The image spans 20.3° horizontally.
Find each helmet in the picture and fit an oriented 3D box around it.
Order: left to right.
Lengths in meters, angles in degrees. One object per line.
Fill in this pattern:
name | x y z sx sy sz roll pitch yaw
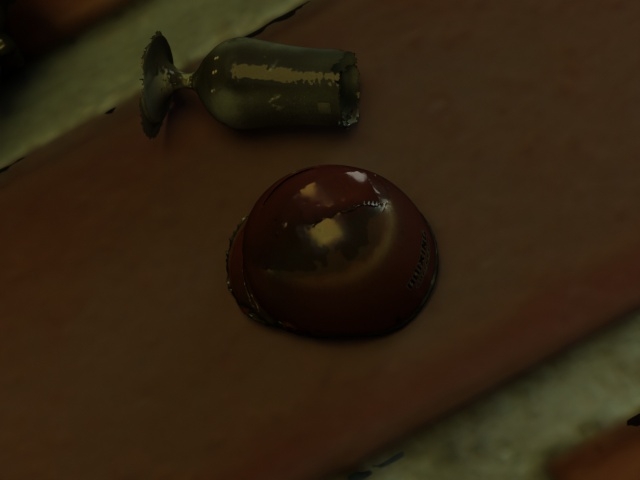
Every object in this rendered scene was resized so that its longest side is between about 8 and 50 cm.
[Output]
helmet | -0.002 -0.001 0.651 0.084 0.049 0.065 3 68 16

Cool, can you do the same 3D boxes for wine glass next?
wine glass | -0.027 -0.058 0.693 0.083 0.039 0.042 5 65 13

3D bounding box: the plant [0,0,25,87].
plant | -0.211 -0.119 0.717 0.194 0.132 0.129 36 82 31
